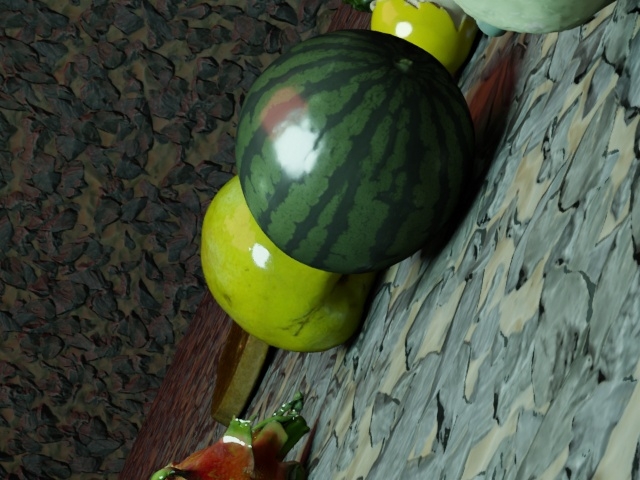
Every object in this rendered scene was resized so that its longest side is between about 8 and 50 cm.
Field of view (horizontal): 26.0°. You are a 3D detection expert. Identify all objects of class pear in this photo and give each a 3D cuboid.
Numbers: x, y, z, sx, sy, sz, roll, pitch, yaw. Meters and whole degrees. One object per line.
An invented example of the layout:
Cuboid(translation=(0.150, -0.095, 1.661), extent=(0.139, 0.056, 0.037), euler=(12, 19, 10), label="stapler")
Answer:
Cuboid(translation=(-0.029, 0.009, 1.397), extent=(0.200, 0.200, 0.200), euler=(-157, 90, -83), label="pear")

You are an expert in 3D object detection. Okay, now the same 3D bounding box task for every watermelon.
Cuboid(translation=(0.028, -0.077, 1.176), extent=(0.212, 0.212, 0.212), euler=(-157, 90, -83), label="watermelon")

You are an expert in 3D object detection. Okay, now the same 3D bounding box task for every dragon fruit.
Cuboid(translation=(-0.077, 0.232, 1.309), extent=(0.236, 0.135, 0.137), euler=(-51, -5, -22), label="dragon fruit")

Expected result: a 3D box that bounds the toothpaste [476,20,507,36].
Cuboid(translation=(0.192, -0.237, 1.175), extent=(0.205, 0.036, 0.056), euler=(-46, 23, 60), label="toothpaste")

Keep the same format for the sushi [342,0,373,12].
Cuboid(translation=(0.089, -0.432, 1.542), extent=(0.352, 0.178, 0.294), euler=(-42, -26, -5), label="sushi")

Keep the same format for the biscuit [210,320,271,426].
Cuboid(translation=(-0.095, 0.129, 2.010), extent=(0.257, 0.049, 0.273), euler=(-96, 28, -69), label="biscuit")

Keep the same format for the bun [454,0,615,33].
Cuboid(translation=(0.174, -0.253, 0.859), extent=(0.273, 0.168, 0.273), euler=(-51, 23, 32), label="bun")

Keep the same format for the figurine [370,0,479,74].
Cuboid(translation=(0.129, -0.266, 1.420), extent=(0.234, 0.127, 0.185), euler=(-58, 5, -37), label="figurine")
